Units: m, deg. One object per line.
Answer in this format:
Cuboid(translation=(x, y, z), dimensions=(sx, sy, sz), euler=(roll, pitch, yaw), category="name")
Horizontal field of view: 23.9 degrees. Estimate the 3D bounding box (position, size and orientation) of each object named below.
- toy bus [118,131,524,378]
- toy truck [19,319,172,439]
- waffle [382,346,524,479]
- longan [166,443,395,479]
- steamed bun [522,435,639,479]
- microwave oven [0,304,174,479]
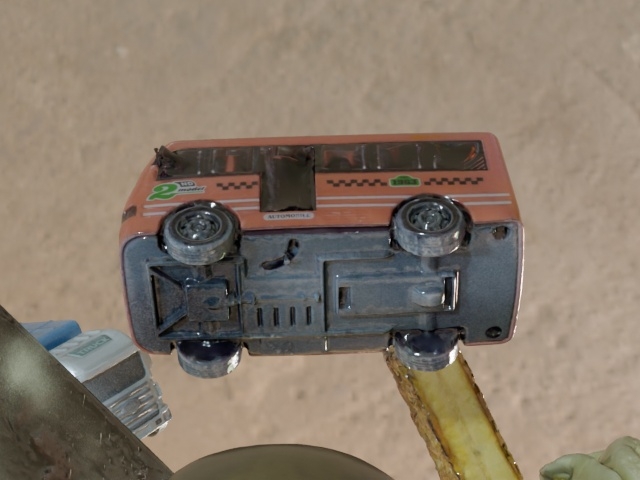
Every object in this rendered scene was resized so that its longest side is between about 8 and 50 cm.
Cuboid(translation=(0.000, 0.000, 1.668), dimensions=(0.427, 0.233, 0.203), euler=(-1, 130, -1), category="toy bus")
Cuboid(translation=(-0.365, 0.204, 1.958), dimensions=(0.367, 0.146, 0.175), euler=(-6, 108, 41), category="toy truck")
Cuboid(translation=(0.193, 0.269, 2.096), dimensions=(0.091, 0.308, 0.213), euler=(-26, 180, -6), category="waffle")
Cuboid(translation=(-0.007, 0.193, 0.741), dimensions=(0.185, 0.204, 0.159), euler=(20, 117, -32), category="longan")
Cuboid(translation=(0.292, 0.333, 1.670), dimensions=(0.289, 0.276, 0.203), euler=(-16, 99, -32), category="steamed bun")
Cuboid(translation=(-0.297, 0.299, 1.329), dimensions=(0.374, 0.236, 0.432), euler=(-15, 127, 38), category="microwave oven")
